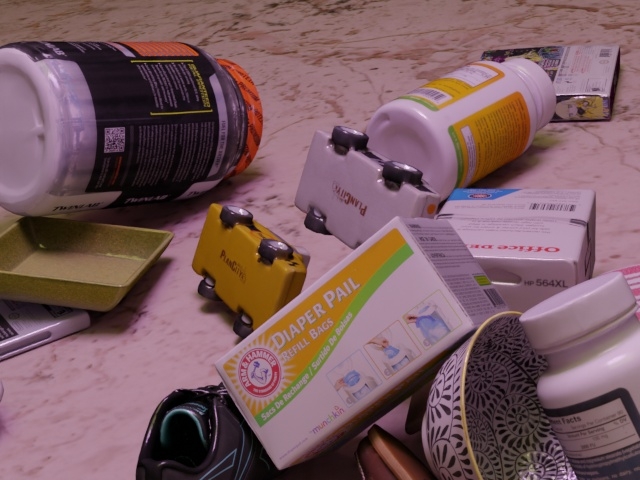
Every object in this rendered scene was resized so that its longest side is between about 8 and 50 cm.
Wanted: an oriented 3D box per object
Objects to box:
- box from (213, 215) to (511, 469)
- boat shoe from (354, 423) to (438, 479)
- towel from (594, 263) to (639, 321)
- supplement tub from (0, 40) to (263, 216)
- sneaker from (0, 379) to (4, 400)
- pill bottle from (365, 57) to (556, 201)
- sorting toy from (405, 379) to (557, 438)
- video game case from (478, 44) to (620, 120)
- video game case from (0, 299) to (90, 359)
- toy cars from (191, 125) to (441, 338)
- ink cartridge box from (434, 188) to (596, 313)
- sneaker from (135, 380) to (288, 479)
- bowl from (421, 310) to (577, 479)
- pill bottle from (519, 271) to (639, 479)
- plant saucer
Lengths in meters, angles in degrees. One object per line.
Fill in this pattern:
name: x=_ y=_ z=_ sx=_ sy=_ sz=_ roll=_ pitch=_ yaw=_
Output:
box: x=0.034 y=0.082 z=0.979 sx=0.203 sy=0.103 sz=0.114 roll=-39 pitch=-16 yaw=20
boat shoe: x=0.063 y=0.206 z=0.896 sx=0.073 sy=0.073 sz=0.207 roll=-51 pitch=22 yaw=4
towel: x=0.301 y=0.062 z=1.063 sx=0.144 sy=0.029 sz=0.197 roll=-13 pitch=18 yaw=23
supplement tub: x=-0.246 y=-0.145 z=1.523 sx=0.207 sy=0.207 sz=0.338 roll=16 pitch=17 yaw=41
sneaker: x=-0.453 y=0.077 z=1.149 sx=0.319 sy=0.208 sz=0.127 roll=7 pitch=38 yaw=30
pill bottle: x=0.184 y=-0.145 z=1.528 sx=0.136 sy=0.136 sz=0.246 roll=17 pitch=34 yaw=42
sorting toy: x=0.206 y=0.109 z=1.106 sx=0.229 sy=0.041 sz=0.307 roll=0 pitch=20 yaw=11
video game case: x=0.324 y=-0.230 z=1.778 sx=0.210 sy=0.041 sz=0.232 roll=0 pitch=26 yaw=17
video game case: x=-0.368 y=0.084 z=1.344 sx=0.173 sy=0.022 sz=0.190 roll=-20 pitch=28 yaw=-26
toy cars: x=0.000 y=0.000 z=1.195 sx=0.087 sy=0.176 sz=0.394 roll=8 pitch=-23 yaw=-33
ink cartridge box: x=0.183 y=0.018 z=1.172 sx=0.148 sy=0.085 sz=0.203 roll=2 pitch=21 yaw=17
sneaker: x=-0.080 y=0.160 z=0.997 sx=0.101 sy=0.106 sz=0.267 roll=-2 pitch=24 yaw=15
bowl: x=0.129 y=0.145 z=0.908 sx=0.080 sy=0.170 sz=0.170 roll=-22 pitch=11 yaw=40
pill bottle: x=0.217 y=0.119 z=0.869 sx=0.108 sy=0.180 sz=0.108 roll=-26 pitch=0 yaw=0
plant saucer: x=-0.278 y=0.029 z=1.362 sx=0.188 sy=0.045 sz=0.188 roll=7 pitch=19 yaw=8
